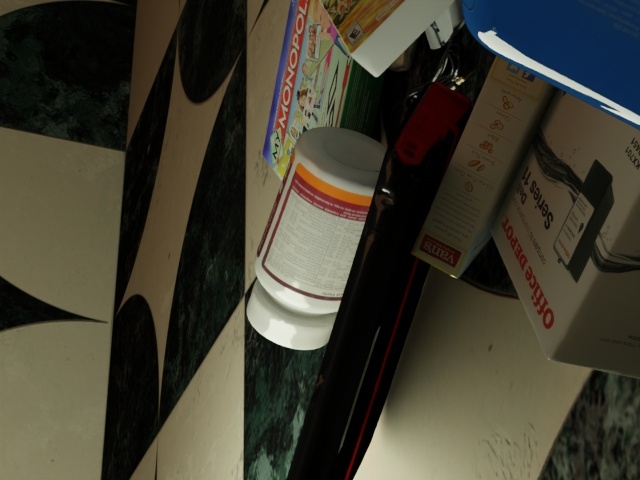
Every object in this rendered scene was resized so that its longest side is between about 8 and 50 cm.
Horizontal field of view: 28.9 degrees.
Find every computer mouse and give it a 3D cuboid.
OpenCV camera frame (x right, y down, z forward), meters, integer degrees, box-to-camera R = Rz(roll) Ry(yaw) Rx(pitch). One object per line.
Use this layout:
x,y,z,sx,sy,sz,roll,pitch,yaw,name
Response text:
0.116,-0.227,1.227,0.106,0.042,0.193,139,138,-64,computer mouse

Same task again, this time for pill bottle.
0.000,0.000,1.324,0.121,0.121,0.221,-107,33,-55,pill bottle

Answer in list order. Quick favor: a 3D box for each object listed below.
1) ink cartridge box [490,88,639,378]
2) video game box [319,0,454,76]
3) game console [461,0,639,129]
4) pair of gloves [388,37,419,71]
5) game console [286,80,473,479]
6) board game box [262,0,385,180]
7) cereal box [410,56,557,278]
0.200,-0.038,0.793,0.153,0.087,0.208,-105,30,-54,ink cartridge box
0.086,-0.282,1.188,0.205,0.048,0.187,-44,35,16,video game box
0.235,-0.159,0.542,0.173,0.293,0.250,-49,-21,-27,game console
0.076,-0.303,1.397,0.240,0.042,0.204,-132,55,-67,pair of gloves
0.037,0.068,1.048,0.342,0.060,0.386,-45,-28,-70,game console
0.010,-0.199,1.429,0.213,0.046,0.317,-127,43,-55,board game box
0.152,-0.106,0.907,0.173,0.047,0.240,-41,-23,-57,cereal box
